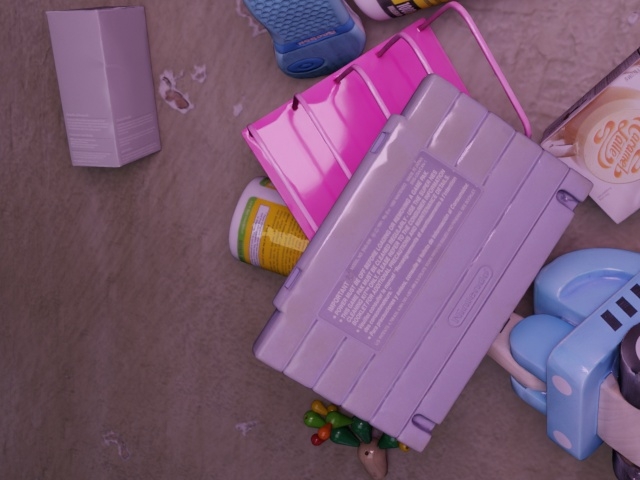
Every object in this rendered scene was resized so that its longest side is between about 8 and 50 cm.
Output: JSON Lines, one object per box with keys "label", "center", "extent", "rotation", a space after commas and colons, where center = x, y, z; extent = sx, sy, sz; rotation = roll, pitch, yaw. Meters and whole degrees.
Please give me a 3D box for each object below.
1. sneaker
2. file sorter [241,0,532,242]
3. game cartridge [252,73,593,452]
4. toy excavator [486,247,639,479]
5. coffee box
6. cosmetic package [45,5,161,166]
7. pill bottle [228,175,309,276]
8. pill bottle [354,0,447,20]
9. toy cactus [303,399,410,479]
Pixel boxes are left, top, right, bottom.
{"label": "sneaker", "center": [-0.031, -0.343, 0.847], "extent": [0.127, 0.319, 0.208], "rotation": [-14, 80, 6]}
{"label": "file sorter", "center": [0.075, -0.131, 0.843], "extent": [0.291, 0.182, 0.202], "rotation": [-32, 97, -1]}
{"label": "game cartridge", "center": [0.108, 0.025, 0.744], "extent": [0.230, 0.068, 0.355], "rotation": [33, 92, -6]}
{"label": "toy excavator", "center": [0.287, 0.131, 0.881], "extent": [0.445, 0.433, 0.222], "rotation": [35, 151, 46]}
{"label": "coffee box", "center": [0.408, -0.158, 0.811], "extent": [0.141, 0.098, 0.246], "rotation": [46, 120, 0]}
{"label": "cosmetic package", "center": [-0.334, -0.244, 1.068], "extent": [0.107, 0.127, 0.238], "rotation": [3, 109, 21]}
{"label": "pill bottle", "center": [0.000, 0.000, 1.017], "extent": [0.246, 0.136, 0.136], "rotation": [18, 116, 13]}
{"label": "pill bottle", "center": [0.189, -0.384, 0.762], "extent": [0.334, 0.188, 0.187], "rotation": [-10, 106, 26]}
{"label": "toy cactus", "center": [0.079, 0.335, 1.150], "extent": [0.219, 0.112, 0.180], "rotation": [-11, 116, 17]}
